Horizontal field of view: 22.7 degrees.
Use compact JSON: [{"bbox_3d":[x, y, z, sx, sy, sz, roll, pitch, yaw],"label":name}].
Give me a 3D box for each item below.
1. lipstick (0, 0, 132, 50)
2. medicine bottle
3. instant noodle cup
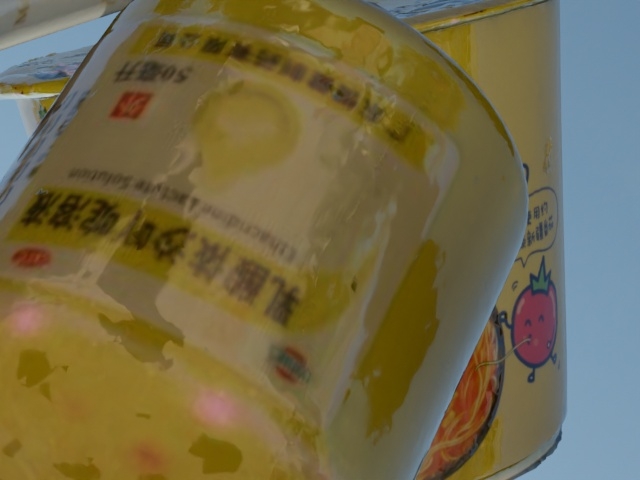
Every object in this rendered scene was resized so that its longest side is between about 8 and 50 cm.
[{"bbox_3d":[-0.097,-0.124,0.679,0.059,0.264,0.059,8,-70,22],"label":"lipstick"},{"bbox_3d":[-0.042,0.049,0.365,0.122,0.212,0.122,21,-31,13],"label":"medicine bottle"},{"bbox_3d":[0.000,0.000,0.894,0.326,0.325,0.254,-5,-77,21],"label":"instant noodle cup"}]
